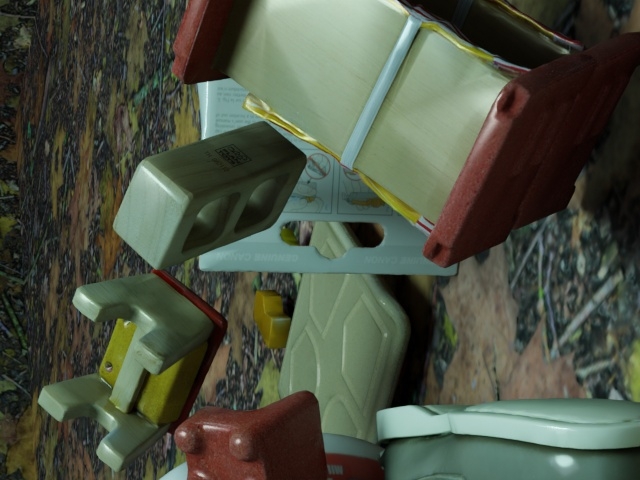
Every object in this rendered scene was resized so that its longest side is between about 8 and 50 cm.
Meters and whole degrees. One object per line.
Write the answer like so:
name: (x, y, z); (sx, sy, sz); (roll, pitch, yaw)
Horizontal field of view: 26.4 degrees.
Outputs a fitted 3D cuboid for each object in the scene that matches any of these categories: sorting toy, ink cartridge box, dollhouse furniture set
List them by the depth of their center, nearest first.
dollhouse furniture set: (0.000, 0.000, 0.805); (0.201, 0.152, 0.374); (38, 123, 21)
ink cartridge box: (0.008, -0.097, 0.930); (0.066, 0.189, 0.232); (-132, 45, -72)
sorting toy: (0.007, 0.076, 1.134); (0.307, 0.041, 0.229); (-121, 34, -57)

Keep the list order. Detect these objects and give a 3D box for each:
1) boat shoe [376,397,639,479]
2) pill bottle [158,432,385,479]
boat shoe: (0.106, 0.134, 0.750); (0.305, 0.109, 0.091); (150, 121, -74)
pill bottle: (-0.004, 0.324, 0.863); (0.210, 0.210, 0.363); (115, 150, -46)
